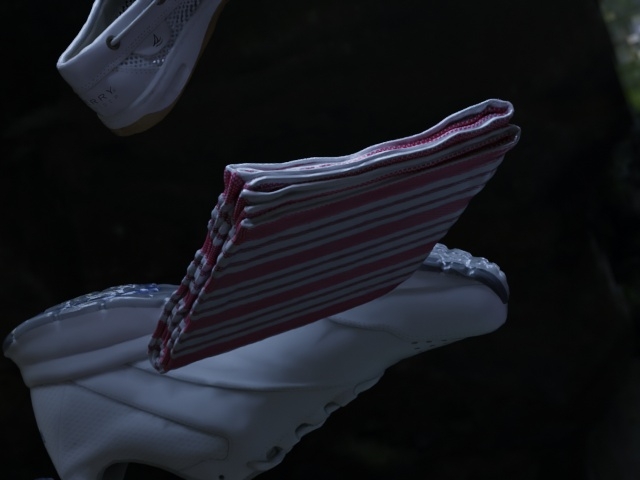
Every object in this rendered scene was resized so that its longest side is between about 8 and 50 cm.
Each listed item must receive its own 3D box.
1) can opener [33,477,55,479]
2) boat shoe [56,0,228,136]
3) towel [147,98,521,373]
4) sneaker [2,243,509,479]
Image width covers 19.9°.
[{"bbox_3d":[-0.117,0.163,0.766,0.073,0.059,0.186,-20,20,3],"label":"can opener"},{"bbox_3d":[-0.115,-0.213,1.367,0.098,0.277,0.096,-12,-43,44],"label":"boat shoe"},{"bbox_3d":[0.000,0.000,0.862,0.144,0.029,0.197,-17,-18,-23],"label":"towel"},{"bbox_3d":[-0.031,0.072,1.049,0.297,0.129,0.111,-13,2,16],"label":"sneaker"}]
